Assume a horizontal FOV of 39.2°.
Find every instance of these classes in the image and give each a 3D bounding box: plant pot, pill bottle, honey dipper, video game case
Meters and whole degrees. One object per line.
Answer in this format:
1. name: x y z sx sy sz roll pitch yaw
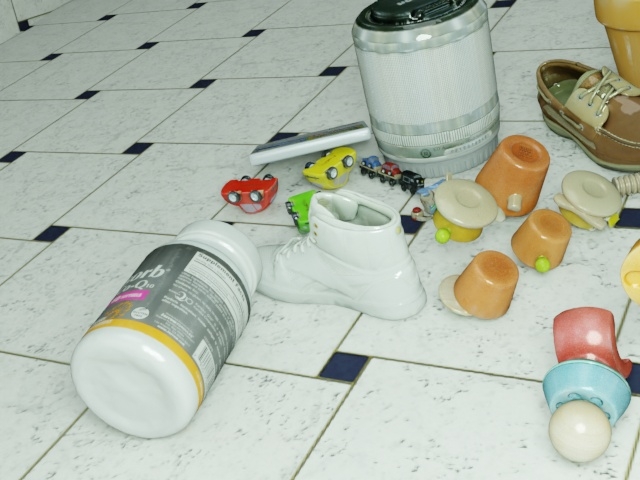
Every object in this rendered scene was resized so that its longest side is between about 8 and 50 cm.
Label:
1. plant pot: 0.583 -0.361 1.551 0.205 0.188 0.205 -11 29 6
2. pill bottle: -0.181 0.100 1.135 0.162 0.162 0.278 -2 32 21
3. honey dipper: 0.502 -0.092 1.292 0.160 0.030 0.030 -11 30 3
4. video game case: -0.018 -0.175 1.609 0.212 0.023 0.193 -13 11 2

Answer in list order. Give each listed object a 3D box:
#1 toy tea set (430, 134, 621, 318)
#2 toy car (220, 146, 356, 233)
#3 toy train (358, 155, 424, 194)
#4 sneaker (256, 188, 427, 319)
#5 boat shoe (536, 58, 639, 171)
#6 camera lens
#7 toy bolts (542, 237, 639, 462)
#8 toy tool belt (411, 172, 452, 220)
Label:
1. toy tea set: 0.249 -0.010 1.222 0.200 0.124 0.336 40 51 20
2. toy car: -0.032 -0.064 1.456 0.239 0.053 0.225 -18 30 -5
3. toy train: 0.115 -0.111 1.482 0.027 0.036 0.158 -13 25 -33
4. sneaker: 0.000 0.000 1.220 0.292 0.169 0.108 7 38 35
5. boat shoe: 0.432 -0.204 1.396 0.122 0.120 0.324 -39 30 -4
6. camera lens: 0.179 -0.269 1.486 0.219 0.274 0.219 -11 30 6
7. toy bolts: 0.313 0.124 0.864 0.228 0.218 0.158 -17 31 34
8. toy tool belt: 0.171 -0.069 1.376 0.083 0.051 0.052 -26 32 -18
